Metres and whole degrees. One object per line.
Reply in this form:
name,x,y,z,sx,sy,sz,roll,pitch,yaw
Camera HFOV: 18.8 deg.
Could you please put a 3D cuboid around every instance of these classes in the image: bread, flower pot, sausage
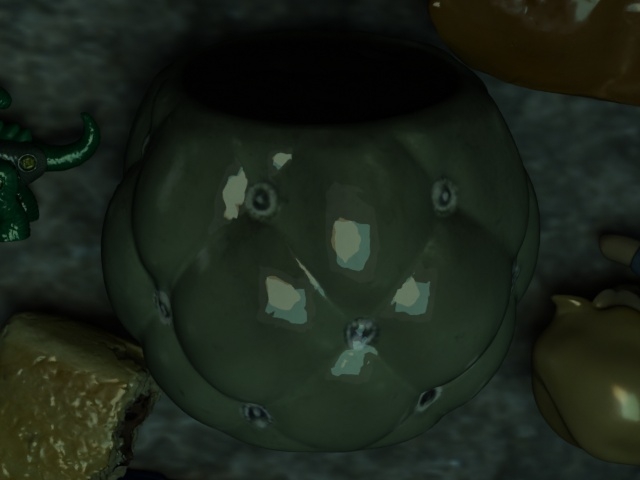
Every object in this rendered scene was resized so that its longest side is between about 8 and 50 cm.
bread,-0.157,0.105,1.161,0.106,0.082,0.125,26,100,11
flower pot,0.000,0.000,1.066,0.246,0.246,0.195,-4,113,-8
sausage,0.228,-0.135,1.115,0.354,0.116,0.134,9,125,-10

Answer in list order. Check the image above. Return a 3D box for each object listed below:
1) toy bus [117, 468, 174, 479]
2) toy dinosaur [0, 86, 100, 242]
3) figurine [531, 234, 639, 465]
toy bus,-0.090,0.183,1.231,0.153,0.051,0.061,11,98,-14
toy dinosaur,-0.192,-0.051,1.112,0.132,0.059,0.096,-5,108,1
figurine,0.209,0.045,1.206,0.114,0.108,0.196,27,92,-44
